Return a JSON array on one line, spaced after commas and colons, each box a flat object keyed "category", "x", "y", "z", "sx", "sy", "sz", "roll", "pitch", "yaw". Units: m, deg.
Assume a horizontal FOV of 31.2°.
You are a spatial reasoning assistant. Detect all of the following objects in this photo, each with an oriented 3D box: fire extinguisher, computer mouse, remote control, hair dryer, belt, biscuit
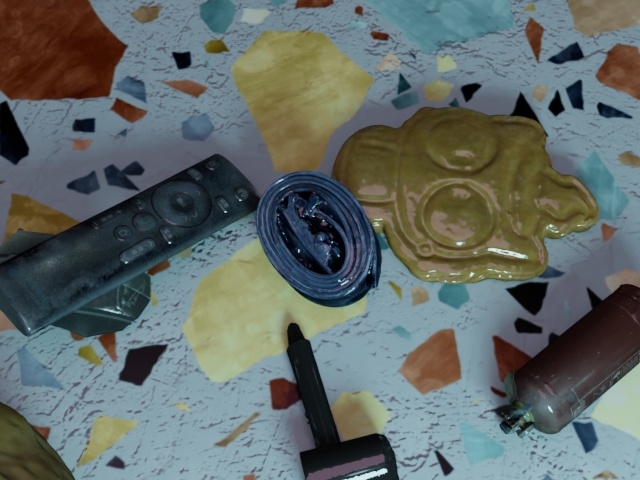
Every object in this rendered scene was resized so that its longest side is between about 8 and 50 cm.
[{"category": "fire extinguisher", "x": 0.320, "y": 0.165, "z": 1.454, "sx": 0.269, "sy": 0.105, "sz": 0.105, "roll": -35, "pitch": 71, "yaw": -16}, {"category": "computer mouse", "x": -0.334, "y": 0.048, "z": 1.500, "sx": 0.231, "sy": 0.071, "sz": 0.126, "roll": 15, "pitch": 66, "yaw": 5}, {"category": "remote control", "x": -0.247, "y": -0.003, "z": 1.485, "sx": 0.377, "sy": 0.044, "sz": 0.107, "roll": -31, "pitch": 71, "yaw": -33}, {"category": "hair dryer", "x": 0.012, "y": 0.211, "z": 1.453, "sx": 0.114, "sy": 0.070, "sz": 0.248, "roll": -14, "pitch": 58, "yaw": -7}, {"category": "belt", "x": 0.000, "y": 0.000, "z": 1.515, "sx": 0.141, "sy": 0.082, "sz": 0.190, "roll": -35, "pitch": 72, "yaw": 2}, {"category": "biscuit", "x": 0.201, "y": -0.066, "z": 1.587, "sx": 0.375, "sy": 0.051, "sz": 0.269, "roll": 7, "pitch": 67, "yaw": 0}]

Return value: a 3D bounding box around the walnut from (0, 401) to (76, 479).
[{"category": "walnut", "x": -0.422, "y": 0.333, "z": 1.232, "sx": 0.381, "sy": 0.381, "sz": 0.381, "roll": 1, "pitch": 65, "yaw": -2}]
